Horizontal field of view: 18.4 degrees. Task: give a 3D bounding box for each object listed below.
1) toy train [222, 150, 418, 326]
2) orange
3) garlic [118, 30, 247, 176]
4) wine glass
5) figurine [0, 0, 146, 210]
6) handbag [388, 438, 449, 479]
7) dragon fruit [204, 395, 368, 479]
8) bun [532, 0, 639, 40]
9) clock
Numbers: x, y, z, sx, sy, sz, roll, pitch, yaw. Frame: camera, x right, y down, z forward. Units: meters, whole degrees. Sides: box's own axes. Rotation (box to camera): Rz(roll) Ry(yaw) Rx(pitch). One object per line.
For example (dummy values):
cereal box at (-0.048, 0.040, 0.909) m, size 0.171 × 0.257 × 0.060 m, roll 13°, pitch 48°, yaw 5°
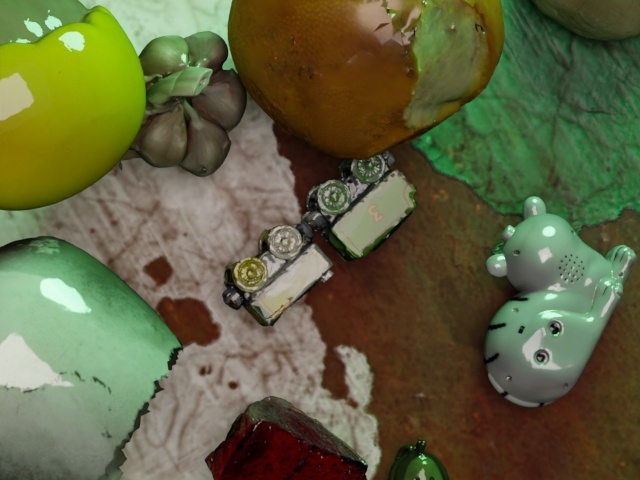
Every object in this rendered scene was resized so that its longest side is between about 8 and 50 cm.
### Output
toy train at (0.000, 0.000, 1.765) m, size 0.202 × 0.060 × 0.081 m, roll -43°, pitch 96°, yaw -9°
orange at (0.039, -0.186, 1.702) m, size 0.240 × 0.240 × 0.240 m, roll 1°, pitch 83°, yaw -7°
garlic at (-0.118, -0.129, 1.706) m, size 0.127 × 0.194 × 0.131 m, roll 6°, pitch 77°, yaw -16°
wine glass at (-0.291, 0.089, 1.634) m, size 0.323 × 0.238 × 0.238 m, roll 29°, pitch 80°, yaw 2°
figurine at (-0.301, -0.172, 1.621) m, size 0.344 × 0.187 × 0.215 m, roll 44°, pitch 50°, yaw 8°
handbag at (0.088, 0.232, 1.753) m, size 0.072 × 0.047 × 0.111 m, roll -6°, pitch 86°, yaw -9°
dragon fruit at (-0.041, 0.194, 1.728) m, size 0.147 × 0.096 × 0.102 m, roll 38°, pitch 89°, yaw -32°
bun at (0.273, -0.275, 1.808) m, size 0.167 × 0.113 × 0.173 m, roll 20°, pitch 83°, yaw -5°
clock at (0.194, 0.058, 1.773) m, size 0.117 × 0.080 × 0.176 m, roll 29°, pitch 79°, yaw -4°
